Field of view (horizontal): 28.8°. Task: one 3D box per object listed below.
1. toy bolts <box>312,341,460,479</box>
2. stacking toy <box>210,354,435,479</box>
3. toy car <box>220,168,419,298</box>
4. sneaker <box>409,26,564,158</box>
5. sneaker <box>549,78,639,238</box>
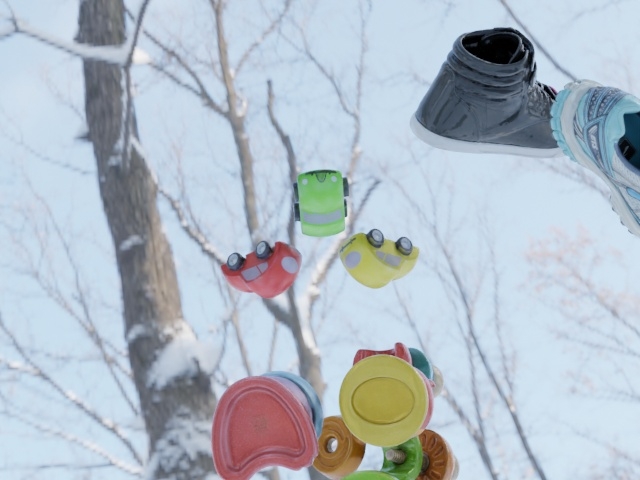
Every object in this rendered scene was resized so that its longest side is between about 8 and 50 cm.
[{"bbox_3d":[0.113,0.280,1.931,0.218,0.228,0.158,-8,-21,39],"label":"toy bolts"},{"bbox_3d":[0.019,0.302,1.707,0.309,0.279,0.130,-7,-5,18],"label":"stacking toy"},{"bbox_3d":[0.000,0.000,1.413,0.239,0.053,0.225,-5,-31,-2],"label":"toy car"},{"bbox_3d":[0.263,-0.190,1.578,0.296,0.104,0.147,-3,-47,-31],"label":"sneaker"},{"bbox_3d":[0.382,-0.071,1.406,0.283,0.122,0.110,35,-96,-26],"label":"sneaker"}]
